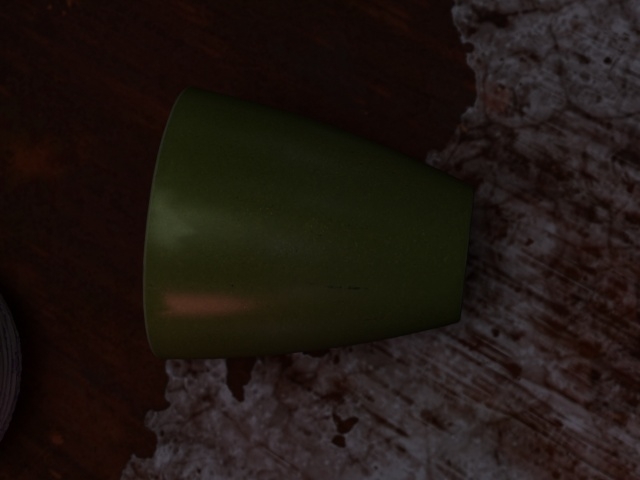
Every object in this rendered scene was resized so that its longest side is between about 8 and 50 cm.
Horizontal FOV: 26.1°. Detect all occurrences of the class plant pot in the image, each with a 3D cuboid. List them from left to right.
[{"bbox_3d":[0.000,0.000,1.374,0.293,0.275,0.275,7,87,6],"label":"plant pot"}]

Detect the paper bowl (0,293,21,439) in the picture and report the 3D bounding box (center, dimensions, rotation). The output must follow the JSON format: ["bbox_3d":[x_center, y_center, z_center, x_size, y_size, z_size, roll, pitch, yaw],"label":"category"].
[{"bbox_3d":[-0.469,0.148,1.572,0.284,0.148,0.284,-3,83,20],"label":"paper bowl"}]
